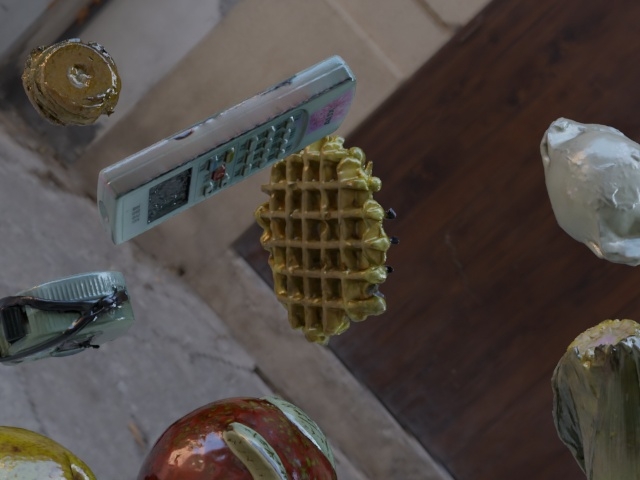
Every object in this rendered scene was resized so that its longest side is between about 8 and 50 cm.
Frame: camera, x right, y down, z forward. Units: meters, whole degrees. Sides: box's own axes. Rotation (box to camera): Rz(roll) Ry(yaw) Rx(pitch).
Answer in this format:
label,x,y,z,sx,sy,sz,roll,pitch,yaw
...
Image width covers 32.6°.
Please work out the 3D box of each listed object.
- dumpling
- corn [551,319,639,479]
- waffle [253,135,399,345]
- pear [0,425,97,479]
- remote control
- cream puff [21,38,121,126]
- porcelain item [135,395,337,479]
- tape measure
label,x,y,z,sx,sy,sz,roll,pitch,yaw
dumpling,0.423,-0.083,1.577,0.147,0.193,0.258,101,-34,-56
corn,0.354,0.230,1.256,0.123,0.122,0.305,27,-40,63
waffle,-0.005,-0.009,1.633,0.062,0.329,0.329,-3,44,-38
pear,-0.306,0.279,1.062,0.209,0.209,0.209,46,10,-10
remote control,-0.110,-0.111,1.320,0.050,0.344,0.145,56,-20,14
cream puff,-0.338,-0.210,1.484,0.133,0.120,0.104,5,-14,-10
porcelain item,-0.061,0.288,1.127,0.253,0.253,0.253,46,10,-10
tape measure,-0.414,0.130,1.712,0.207,0.235,0.115,-36,-112,64
